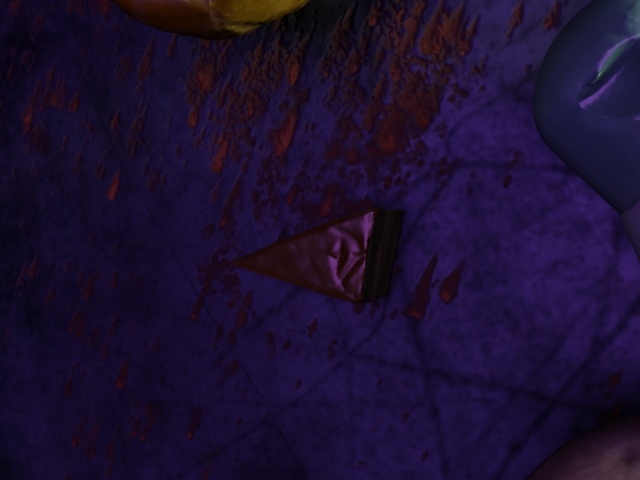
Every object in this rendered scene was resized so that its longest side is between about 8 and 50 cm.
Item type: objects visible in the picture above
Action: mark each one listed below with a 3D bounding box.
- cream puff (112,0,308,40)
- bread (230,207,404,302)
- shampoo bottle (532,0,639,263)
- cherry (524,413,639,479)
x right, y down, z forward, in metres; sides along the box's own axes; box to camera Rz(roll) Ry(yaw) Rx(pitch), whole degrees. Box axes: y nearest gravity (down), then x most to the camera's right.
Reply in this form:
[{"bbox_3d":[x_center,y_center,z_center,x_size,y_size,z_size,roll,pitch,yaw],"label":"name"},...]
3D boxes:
[{"bbox_3d":[-0.055,-0.331,0.549,0.327,0.231,0.343,-3,94,28],"label":"cream puff"},{"bbox_3d":[-0.005,-0.001,0.624,0.139,0.074,0.084,14,98,27],"label":"bread"},{"bbox_3d":[0.289,-0.028,0.436,0.349,0.151,0.222,50,124,17],"label":"shampoo bottle"},{"bbox_3d":[0.217,0.237,0.433,0.206,0.239,0.239,-3,90,50],"label":"cherry"}]
